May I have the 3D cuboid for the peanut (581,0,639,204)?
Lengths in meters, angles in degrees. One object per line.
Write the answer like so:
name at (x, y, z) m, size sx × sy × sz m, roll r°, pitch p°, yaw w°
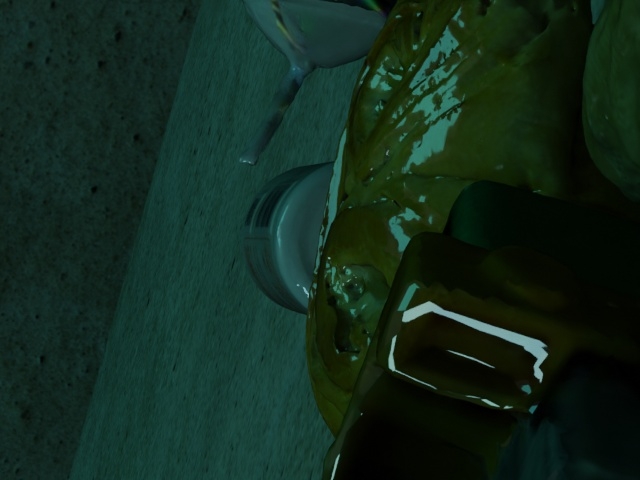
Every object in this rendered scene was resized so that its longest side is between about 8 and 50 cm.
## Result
peanut at (0.149, -0.088, 0.518) m, size 0.108 × 0.095 × 0.226 m, roll -70°, pitch 5°, yaw -48°

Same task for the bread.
bread at (0.065, -0.009, 0.777) m, size 0.198 × 0.120 × 0.236 m, roll 180°, pitch 103°, yaw -77°

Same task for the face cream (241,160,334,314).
face cream at (0.000, 0.000, 1.133) m, size 0.251 × 0.101 × 0.101 m, roll -178°, pitch 100°, yaw -79°

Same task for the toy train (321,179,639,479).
toy train at (0.053, 0.156, 0.544) m, size 0.249 × 0.178 × 0.429 m, roll -79°, pitch 7°, yaw -64°

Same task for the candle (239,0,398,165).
candle at (0.012, -0.205, 1.091) m, size 0.187 × 0.187 × 0.330 m, roll -151°, pitch 73°, yaw -78°
